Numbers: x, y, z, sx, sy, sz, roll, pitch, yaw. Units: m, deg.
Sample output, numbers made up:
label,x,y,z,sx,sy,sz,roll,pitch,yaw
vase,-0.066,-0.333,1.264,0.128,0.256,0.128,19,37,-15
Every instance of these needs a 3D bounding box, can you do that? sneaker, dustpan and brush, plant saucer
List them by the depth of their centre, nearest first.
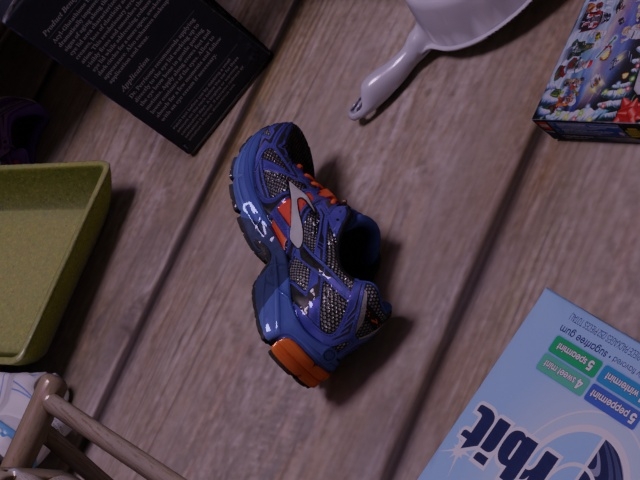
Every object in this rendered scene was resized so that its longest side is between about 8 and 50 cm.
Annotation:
label,x,y,z,sx,sy,sz,roll,pitch,yaw
sneaker,0.000,0.000,1.299,0.087,0.083,0.221,-27,47,15
dustpan and brush,0.087,-0.167,1.349,0.211,0.060,0.147,-39,36,11
sneaker,-0.237,0.129,1.485,0.083,0.071,0.190,-36,28,-16
plant saucer,-0.257,0.027,1.573,0.188,0.045,0.188,-1,58,40
sneaker,-0.292,-0.059,1.687,0.071,0.068,0.170,3,59,36

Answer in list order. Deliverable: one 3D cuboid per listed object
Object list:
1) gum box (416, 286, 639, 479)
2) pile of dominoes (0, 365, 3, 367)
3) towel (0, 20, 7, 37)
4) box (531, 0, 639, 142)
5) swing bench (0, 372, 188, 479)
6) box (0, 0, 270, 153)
label,x,y,z,sx,sy,sz,roll,pitch,yaw
gum box,0.127,0.135,1.053,0.184,0.041,0.157,-56,35,0
pile of dominoes,-0.362,0.119,1.672,0.251,0.040,0.196,-36,37,12
towel,-0.323,-0.181,1.724,0.317,0.053,0.332,-54,10,4
box,0.196,-0.126,1.198,0.094,0.027,0.137,6,67,51
swing bench,-0.136,0.252,1.130,0.255,0.165,0.253,-51,35,-12
box,-0.166,-0.185,1.519,0.108,0.207,0.153,-51,35,6
